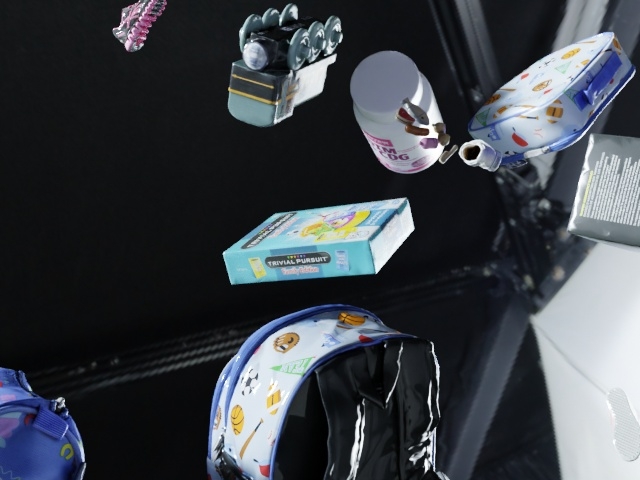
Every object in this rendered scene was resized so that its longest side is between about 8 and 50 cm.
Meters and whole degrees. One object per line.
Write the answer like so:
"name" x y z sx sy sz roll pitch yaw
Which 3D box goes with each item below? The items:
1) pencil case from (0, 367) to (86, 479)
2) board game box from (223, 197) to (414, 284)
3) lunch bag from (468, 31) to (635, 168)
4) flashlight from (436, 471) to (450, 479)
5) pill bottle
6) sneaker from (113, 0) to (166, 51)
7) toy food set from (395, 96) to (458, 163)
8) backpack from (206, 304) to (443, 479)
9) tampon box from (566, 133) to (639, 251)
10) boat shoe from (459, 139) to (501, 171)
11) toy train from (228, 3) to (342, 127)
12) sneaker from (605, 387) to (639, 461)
"pencil case" -0.339 0.206 0.878 0.119 0.306 0.133 47 -111 -19
"board game box" 0.000 0.000 1.770 0.254 0.336 0.079 -42 -57 -58
"lunch bag" 0.427 -0.254 1.514 0.303 0.243 0.115 -46 -71 -32
"flashlight" 0.074 0.437 1.040 0.304 0.103 0.103 -41 -85 4
"pill bottle" 0.157 -0.257 1.676 0.160 0.160 0.283 -45 -24 0
"sneaker" -0.296 -0.369 1.340 0.119 0.057 0.047 -54 -12 11
"toy food set" 0.171 -0.183 1.348 0.078 0.122 0.019 -45 -6 -40
"backpack" 0.009 0.201 0.879 0.276 0.213 0.263 -9 -62 -41
"tampon box" 0.340 -0.032 0.778 0.120 0.161 0.101 12 -88 -46
"boat shoe" 0.192 -0.110 1.033 0.035 0.100 0.035 21 -77 -14
"toy train" -0.065 -0.340 1.592 0.334 0.142 0.190 -45 -28 -60
"sneaker" 0.542 0.333 1.461 0.051 0.134 0.070 -18 -40 20
